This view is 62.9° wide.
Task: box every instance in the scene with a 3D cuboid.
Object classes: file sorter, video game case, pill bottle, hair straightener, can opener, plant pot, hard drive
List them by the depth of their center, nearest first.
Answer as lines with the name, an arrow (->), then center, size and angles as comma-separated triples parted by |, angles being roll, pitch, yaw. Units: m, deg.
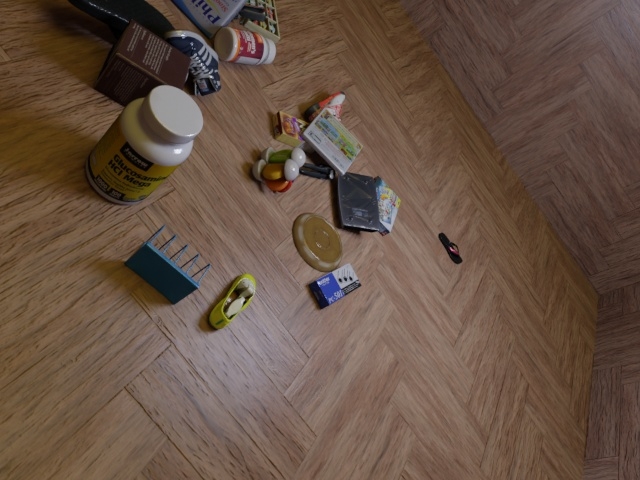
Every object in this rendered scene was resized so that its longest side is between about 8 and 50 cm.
pill bottle -> -0.447, -0.241, 1.336 | 0.188, 0.334, 0.187 | 25, 51, -34
file sorter -> -0.395, 0.060, 1.376 | 0.170, 0.118, 0.104 | 44, 38, -18
plant pot -> 0.000, 0.000, 1.890 | 0.236, 0.032, 0.236 | 25, 50, -35
pill bottle -> -0.281, -0.729, 1.978 | 0.221, 0.121, 0.121 | -13, 77, -49
can opener -> -0.012, -0.268, 2.035 | 0.186, 0.073, 0.059 | -4, 109, -45
hair straightener -> -0.323, -0.899, 2.064 | 0.231, 0.047, 0.089 | 2, 64, -29
hard drive -> 0.143, -0.151, 2.078 | 0.172, 0.054, 0.254 | 8, 60, -20
video game case -> 0.049, -0.395, 2.082 | 0.227, 0.026, 0.206 | 43, 49, -13

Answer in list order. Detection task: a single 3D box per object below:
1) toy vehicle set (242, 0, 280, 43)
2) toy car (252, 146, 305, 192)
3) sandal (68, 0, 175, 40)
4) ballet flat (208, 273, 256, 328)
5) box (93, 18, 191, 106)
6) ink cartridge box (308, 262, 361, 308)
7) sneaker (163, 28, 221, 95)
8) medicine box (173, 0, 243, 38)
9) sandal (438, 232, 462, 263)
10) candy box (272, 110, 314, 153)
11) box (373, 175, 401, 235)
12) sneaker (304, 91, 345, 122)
toy vehicle set -> -0.261, -0.979, 2.221 | 0.166, 0.035, 0.266 | 13, 57, -41
toy car -> -0.137, -0.242, 1.831 | 0.182, 0.159, 0.136 | -67, 152, -45
sandal -> -0.597, -0.672, 1.594 | 0.446, 0.107, 0.167 | 21, 55, -54
ballet flat -> -0.234, 0.167, 1.507 | 0.077, 0.077, 0.231 | 49, 40, -11
box -> -0.522, -0.494, 1.546 | 0.203, 0.167, 0.168 | 30, 48, -31
ink cartridge box -> 0.054, 0.157, 1.838 | 0.207, 0.046, 0.097 | -22, 82, -50
sneaker -> -0.404, -0.566, 1.697 | 0.282, 0.099, 0.153 | 3, 80, -75
medicine box -> -0.383, -0.930, 1.864 | 0.263, 0.289, 0.149 | 44, 40, -18
sandal -> 0.633, 0.035, 2.520 | 0.179, 0.040, 0.067 | 55, 40, -5
candy box -> -0.095, -0.420, 2.035 | 0.187, 0.053, 0.109 | 14, 56, -42
box -> 0.258, -0.151, 2.242 | 0.159, 0.044, 0.233 | 44, 42, -17
sneaker -> 0.050, -0.532, 2.230 | 0.145, 0.090, 0.270 | 56, 43, -6
